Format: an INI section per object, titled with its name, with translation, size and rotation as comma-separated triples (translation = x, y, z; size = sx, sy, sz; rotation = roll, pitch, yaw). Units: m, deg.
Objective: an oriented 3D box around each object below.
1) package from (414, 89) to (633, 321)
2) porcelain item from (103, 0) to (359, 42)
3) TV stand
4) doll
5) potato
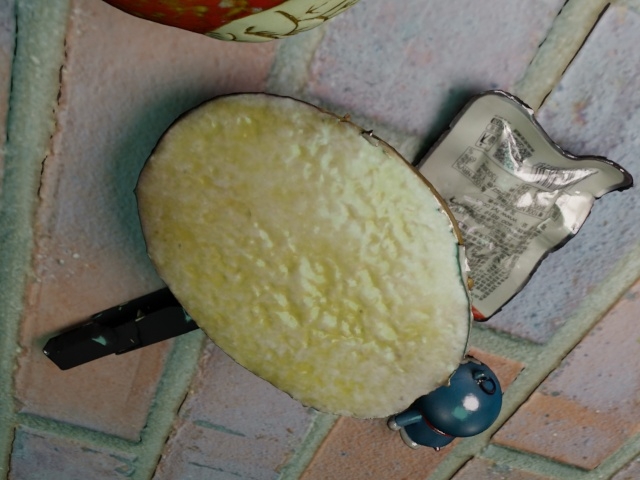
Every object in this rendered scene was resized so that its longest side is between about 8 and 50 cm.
[package]
translation = 0.145, -0.020, 0.560
size = 0.166, 0.040, 0.232
rotation = 23, 133, -10
[porcelain item]
translation = -0.054, -0.208, 0.307
size = 0.253, 0.253, 0.252
rotation = 2, 127, 2
[TV stand]
translation = -0.180, 0.083, 0.651
size = 0.249, 0.042, 0.036
rotation = -20, 126, 18
[doll]
translation = 0.142, 0.180, 0.683
size = 0.114, 0.085, 0.152
rotation = 4, 140, -18
[potato]
translation = 0.000, 0.000, 0.529
size = 0.299, 0.116, 0.239
rotation = 40, 122, -4
